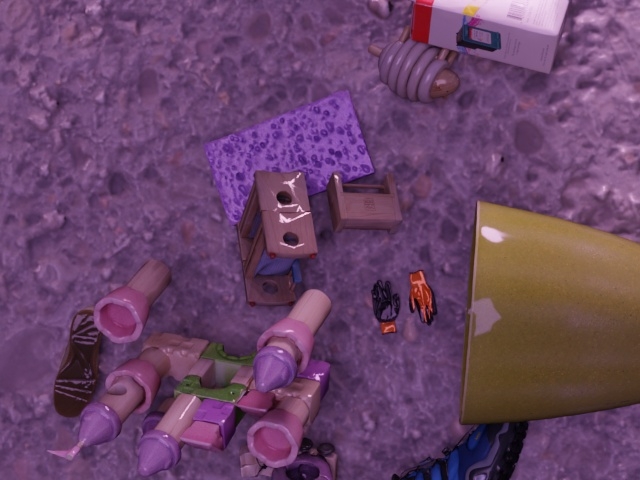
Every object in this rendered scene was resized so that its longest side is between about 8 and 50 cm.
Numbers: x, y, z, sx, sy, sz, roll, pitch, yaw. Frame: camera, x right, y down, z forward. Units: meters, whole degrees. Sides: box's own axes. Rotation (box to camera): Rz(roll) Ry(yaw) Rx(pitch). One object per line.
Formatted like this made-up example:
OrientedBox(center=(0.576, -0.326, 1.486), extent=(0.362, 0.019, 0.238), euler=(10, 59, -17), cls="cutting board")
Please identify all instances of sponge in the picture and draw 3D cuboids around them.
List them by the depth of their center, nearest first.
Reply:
OrientedBox(center=(-0.041, -0.109, 1.977), extent=(0.210, 0.031, 0.117), euler=(-20, 86, 9), cls="sponge")

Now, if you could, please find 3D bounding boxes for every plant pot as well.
OrientedBox(center=(0.325, 0.100, 1.808), extent=(0.293, 0.275, 0.275), euler=(5, 91, 4), cls="plant pot")

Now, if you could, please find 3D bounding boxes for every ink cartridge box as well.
OrientedBox(center=(0.199, -0.309, 1.885), extent=(0.231, 0.078, 0.134), euler=(16, 59, 9), cls="ink cartridge box")

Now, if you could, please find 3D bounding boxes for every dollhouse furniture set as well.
OrientedBox(center=(0.000, 0.000, 1.917), extent=(0.183, 0.129, 0.129), euler=(1, 57, -16), cls="dollhouse furniture set")

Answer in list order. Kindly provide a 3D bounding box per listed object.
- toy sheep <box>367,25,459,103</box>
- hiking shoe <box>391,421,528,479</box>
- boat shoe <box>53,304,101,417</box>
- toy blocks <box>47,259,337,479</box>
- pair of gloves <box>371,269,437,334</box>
OrientedBox(center=(0.121, -0.225, 1.925), extent=(0.132, 0.091, 0.091), euler=(28, 95, 23), cls="toy sheep")
OrientedBox(center=(0.156, 0.316, 1.909), extent=(0.132, 0.113, 0.304), euler=(30, 88, 19), cls="hiking shoe")
OrientedBox(center=(-0.327, 0.165, 2.024), extent=(0.056, 0.048, 0.153), euler=(9, 99, -3), cls="boat shoe")
OrientedBox(center=(-0.145, 0.226, 1.828), extent=(0.288, 0.260, 0.309), euler=(9, 122, 17), cls="toy blocks")
OrientedBox(center=(0.110, 0.082, 1.964), extent=(0.083, 0.010, 0.074), euler=(-14, 90, 12), cls="pair of gloves")
